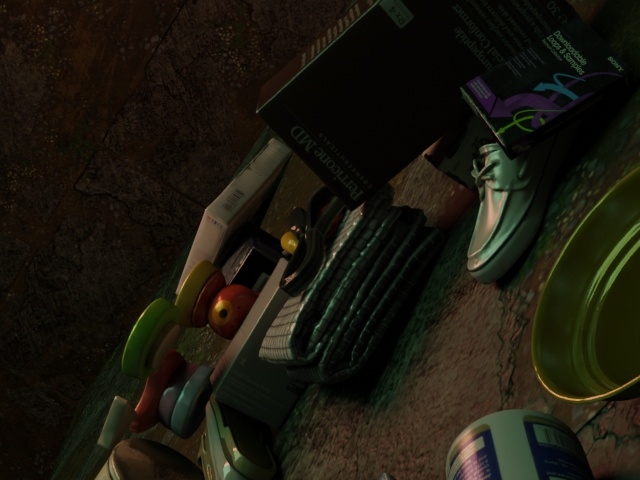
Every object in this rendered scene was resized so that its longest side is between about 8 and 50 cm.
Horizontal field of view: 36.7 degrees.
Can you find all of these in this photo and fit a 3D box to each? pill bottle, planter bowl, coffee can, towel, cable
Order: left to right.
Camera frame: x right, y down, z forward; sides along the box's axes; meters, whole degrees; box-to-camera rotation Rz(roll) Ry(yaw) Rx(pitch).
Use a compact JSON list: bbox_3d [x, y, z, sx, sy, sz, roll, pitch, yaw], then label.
[{"bbox_3d":[-0.321,0.495,1.581,0.275,0.201,0.201,-55,14,13],"label":"coffee can"},{"bbox_3d":[0.000,0.000,1.385,0.139,0.072,0.287,-38,20,10],"label":"cable"},{"bbox_3d":[0.041,0.073,1.371,0.283,0.121,0.235,-57,5,-13],"label":"towel"},{"bbox_3d":[0.154,0.219,0.691,0.112,0.112,0.186,-53,15,23],"label":"pill bottle"},{"bbox_3d":[0.262,0.043,0.721,0.217,0.090,0.217,-53,16,22],"label":"planter bowl"}]

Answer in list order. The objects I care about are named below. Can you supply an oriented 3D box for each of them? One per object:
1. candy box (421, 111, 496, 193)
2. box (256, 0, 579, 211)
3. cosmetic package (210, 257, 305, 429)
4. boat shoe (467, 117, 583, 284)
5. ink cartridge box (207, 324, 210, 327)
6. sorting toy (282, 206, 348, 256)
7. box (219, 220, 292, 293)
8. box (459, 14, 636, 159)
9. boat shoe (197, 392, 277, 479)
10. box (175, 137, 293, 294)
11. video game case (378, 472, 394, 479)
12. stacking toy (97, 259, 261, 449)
[{"bbox_3d":[0.212,-0.172,1.378,0.159,0.071,0.233,-56,14,11],"label":"candy box"},{"bbox_3d":[0.117,-0.239,1.247,0.381,0.191,0.143,-41,16,16],"label":"box"},{"bbox_3d":[-0.063,0.161,1.536,0.238,0.127,0.107,-60,13,4],"label":"cosmetic package"},{"bbox_3d":[0.221,-0.080,1.120,0.267,0.088,0.096,-62,14,-11],"label":"boat shoe"},{"bbox_3d":[-0.146,0.088,2.069,0.231,0.078,0.134,-52,16,24],"label":"ink cartridge box"},{"bbox_3d":[0.013,-0.027,1.763,0.132,0.046,0.274,-47,-4,30],"label":"sorting toy"},{"bbox_3d":[-0.096,0.066,1.784,0.108,0.153,0.207,-56,15,9],"label":"box"},{"bbox_3d":[0.255,-0.175,1.091,0.162,0.029,0.116,-31,50,4],"label":"box"},{"bbox_3d":[-0.145,0.324,1.509,0.103,0.113,0.302,-56,12,5],"label":"boat shoe"},{"bbox_3d":[-0.173,-0.030,1.908,0.232,0.058,0.322,-51,-4,-36],"label":"box"},{"bbox_3d":[0.054,0.331,1.005,0.119,0.015,0.166,-57,14,10],"label":"video game case"},{"bbox_3d":[-0.216,0.212,1.573,0.279,0.130,0.309,-36,-32,-70],"label":"stacking toy"}]
